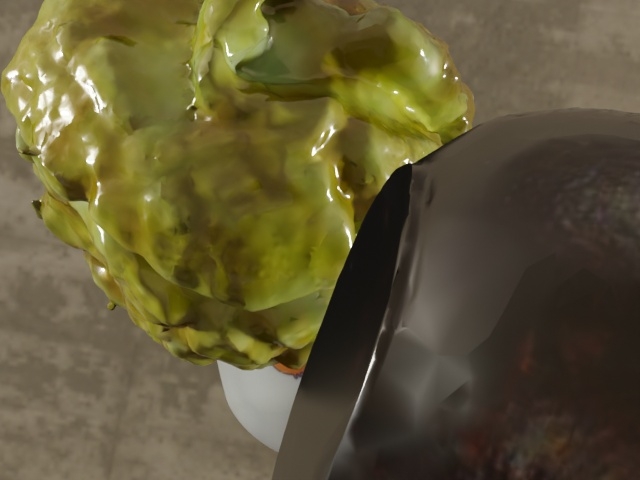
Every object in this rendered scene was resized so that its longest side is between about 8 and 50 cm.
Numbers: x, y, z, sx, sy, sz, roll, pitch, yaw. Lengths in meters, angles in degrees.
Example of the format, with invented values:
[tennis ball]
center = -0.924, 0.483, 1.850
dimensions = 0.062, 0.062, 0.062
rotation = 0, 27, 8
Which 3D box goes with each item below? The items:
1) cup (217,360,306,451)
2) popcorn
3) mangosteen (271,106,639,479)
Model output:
[cup]
center = 0.000, 0.000, 1.058
dimensions = 0.212, 0.317, 0.212
rotation = -12, 1, 0
[popcorn]
center = -0.051, -0.061, 0.779
dimensions = 0.282, 0.247, 0.282
rotation = 38, -12, 9
[mangosteen]
center = 0.107, 0.070, 0.496
dimensions = 0.233, 0.287, 0.287
rotation = 14, -3, 0
